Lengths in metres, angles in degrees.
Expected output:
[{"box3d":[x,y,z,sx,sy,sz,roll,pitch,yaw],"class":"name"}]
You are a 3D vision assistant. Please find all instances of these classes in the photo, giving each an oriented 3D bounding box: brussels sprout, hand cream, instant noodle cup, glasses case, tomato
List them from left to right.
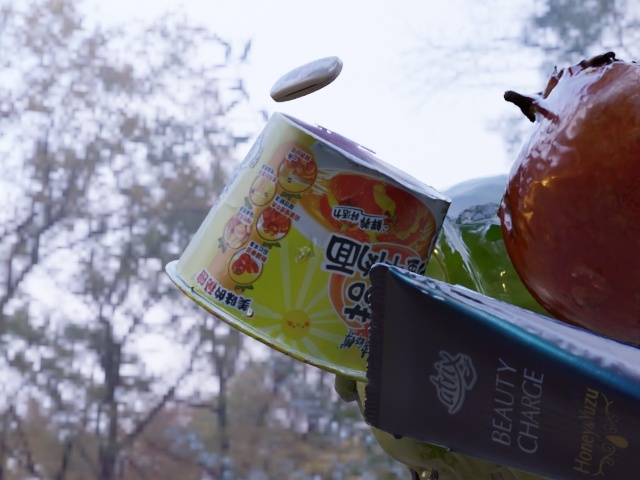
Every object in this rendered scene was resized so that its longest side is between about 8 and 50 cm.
[{"box3d":[-0.014,-0.150,1.338,0.083,0.032,0.021,-16,-53,39],"class":"glasses case"},{"box3d":[0.000,0.000,1.460,0.264,0.200,0.264,27,8,-4],"class":"instant noodle cup"},{"box3d":[0.216,0.103,1.704,0.425,0.361,0.342,-3,20,33],"class":"brussels sprout"},{"box3d":[0.150,0.094,0.795,0.271,0.061,0.120,17,-53,22],"class":"hand cream"},{"box3d":[0.266,0.001,1.202,0.309,0.170,0.309,35,-17,12],"class":"tomato"}]

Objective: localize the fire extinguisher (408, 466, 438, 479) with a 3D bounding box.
[{"box3d":[0.049,0.316,1.529,0.231,0.099,0.071,-23,29,-40],"class":"fire extinguisher"}]
